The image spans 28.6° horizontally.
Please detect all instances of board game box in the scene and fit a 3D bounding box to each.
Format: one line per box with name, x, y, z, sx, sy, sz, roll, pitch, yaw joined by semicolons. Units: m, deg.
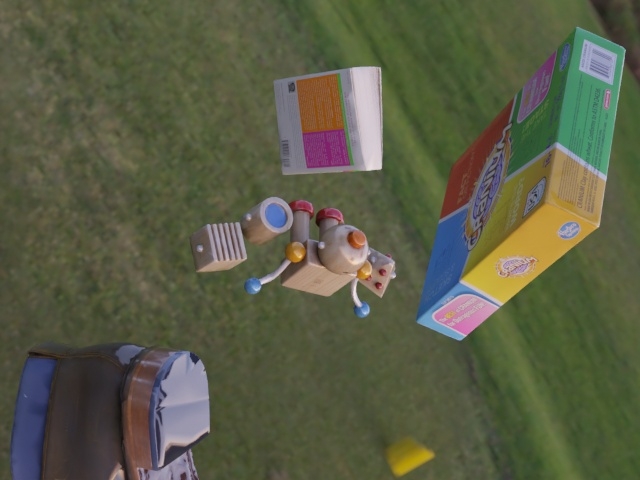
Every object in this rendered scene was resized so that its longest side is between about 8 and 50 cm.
board game box;0.222;-0.055;1.424;0.064;0.316;0.242;23;57;-10

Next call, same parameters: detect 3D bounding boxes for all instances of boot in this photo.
boot;-0.130;0.162;0.760;0.082;0.106;0.219;-14;112;-63

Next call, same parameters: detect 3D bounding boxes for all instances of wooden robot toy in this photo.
wooden robot toy;0.000;0.000;0.893;0.173;0.079;0.076;14;65;-28

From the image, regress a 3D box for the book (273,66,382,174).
book;0.004;-0.112;1.202;0.035;0.144;0.096;-7;96;-34
